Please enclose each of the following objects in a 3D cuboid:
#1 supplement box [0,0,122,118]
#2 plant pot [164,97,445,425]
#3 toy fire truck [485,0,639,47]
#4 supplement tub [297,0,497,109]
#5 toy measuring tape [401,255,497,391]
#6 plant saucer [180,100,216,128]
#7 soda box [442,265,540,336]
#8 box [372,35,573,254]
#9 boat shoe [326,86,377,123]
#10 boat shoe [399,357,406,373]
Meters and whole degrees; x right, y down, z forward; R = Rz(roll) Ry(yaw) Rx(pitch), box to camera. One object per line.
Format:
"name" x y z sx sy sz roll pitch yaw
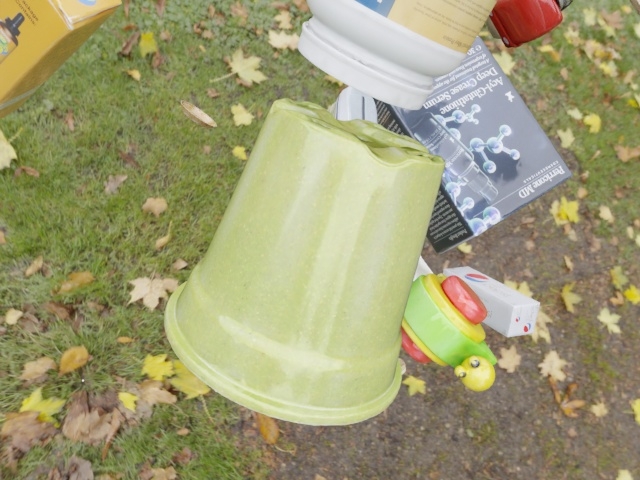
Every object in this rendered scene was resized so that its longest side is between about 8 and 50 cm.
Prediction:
"supplement box" -0.297 -0.191 0.503 0.078 0.233 0.080 56 40 -20
"plant pot" 0.000 0.000 0.550 0.276 0.276 0.254 11 112 -22
"toy fire truck" 0.403 -0.393 0.824 0.217 0.246 0.158 -37 114 10
"supplement tub" 0.076 -0.222 0.408 0.144 0.200 0.144 21 28 -12
"toy measuring tape" 0.130 0.059 0.709 0.121 0.121 0.330 -1 41 -25
"plant saucer" -0.247 -0.248 1.041 0.083 0.083 0.015 35 104 -12
"soda box" 0.348 0.122 1.093 0.074 0.216 0.069 -3 108 -25
"box" 0.325 -0.217 1.231 0.293 0.212 0.395 -30 84 -15
"boat shoe" 0.050 -0.150 0.963 0.109 0.094 0.302 24 56 -27
"boat shoe" 0.106 0.239 0.999 0.135 0.050 0.045 -2 109 -25
